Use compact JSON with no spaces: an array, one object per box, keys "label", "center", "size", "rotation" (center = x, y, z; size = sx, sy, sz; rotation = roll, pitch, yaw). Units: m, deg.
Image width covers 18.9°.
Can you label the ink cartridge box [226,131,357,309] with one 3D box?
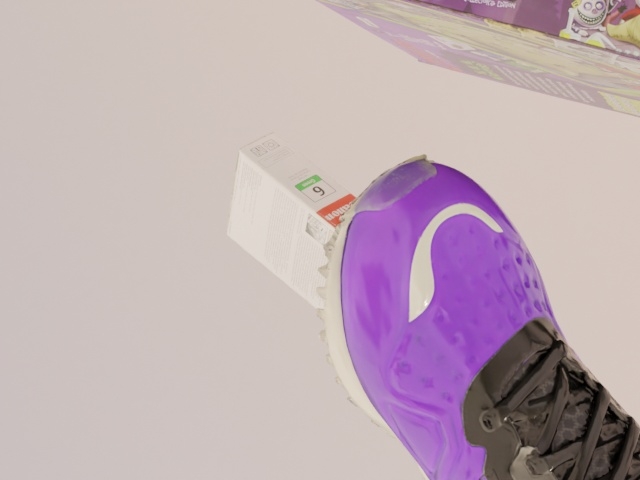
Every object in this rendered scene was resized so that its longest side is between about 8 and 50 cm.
[{"label":"ink cartridge box","center":[0.000,0.000,1.023],"size":[0.115,0.029,0.063],"rotation":[39,-41,27]}]

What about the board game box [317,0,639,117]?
[{"label":"board game box","center":[0.110,-0.094,0.854],"size":[0.208,0.347,0.056],"rotation":[12,-88,14]}]

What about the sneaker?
[{"label":"sneaker","center":[0.105,0.096,0.815],"size":[0.146,0.102,0.293],"rotation":[15,-45,50]}]
